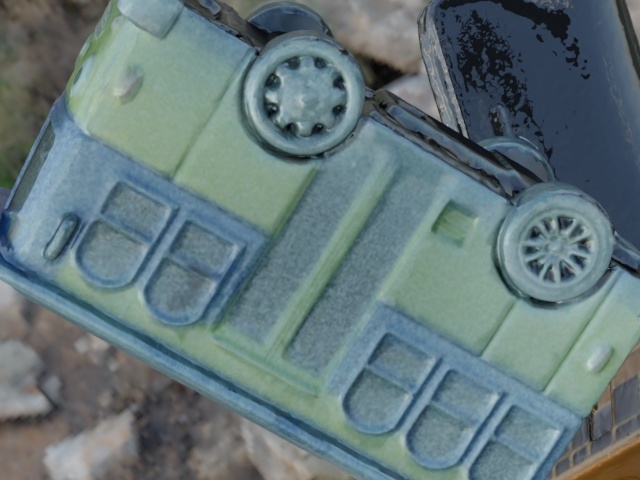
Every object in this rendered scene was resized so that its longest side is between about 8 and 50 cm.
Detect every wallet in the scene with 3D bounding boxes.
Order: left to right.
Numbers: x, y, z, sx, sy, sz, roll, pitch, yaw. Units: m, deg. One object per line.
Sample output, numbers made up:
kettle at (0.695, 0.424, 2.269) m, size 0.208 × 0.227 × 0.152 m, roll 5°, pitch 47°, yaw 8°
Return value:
wallet at (0.159, -0.058, 1.176) m, size 0.149 × 0.044 × 0.250 m, roll -14°, pitch 83°, yaw -9°

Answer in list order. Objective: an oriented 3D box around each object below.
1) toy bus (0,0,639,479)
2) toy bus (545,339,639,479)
toy bus at (0.000, 0.000, 0.914) m, size 0.190 × 0.312 × 0.152 m, roll -58°, pitch 13°, yaw 10°
toy bus at (0.196, 0.109, 1.078) m, size 0.201 × 0.098 × 0.114 m, roll -40°, pitch 37°, yaw 45°
